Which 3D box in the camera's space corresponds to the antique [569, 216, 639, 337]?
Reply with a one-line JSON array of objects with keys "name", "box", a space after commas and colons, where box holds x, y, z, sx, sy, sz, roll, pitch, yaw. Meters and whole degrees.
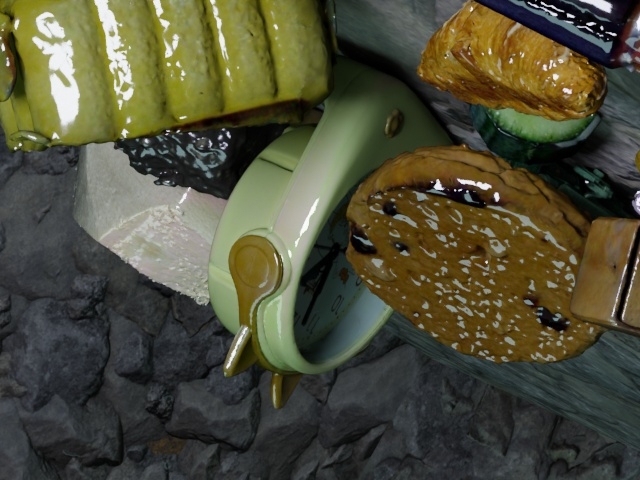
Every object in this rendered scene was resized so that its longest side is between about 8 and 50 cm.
[{"name": "antique", "box": [0.379, 0.066, 1.499, 0.310, 0.093, 0.087, 17, 177, -18]}]

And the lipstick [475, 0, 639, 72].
[{"name": "lipstick", "box": [0.244, -0.118, 1.055, 0.418, 0.077, 0.077, 27, 173, 15]}]

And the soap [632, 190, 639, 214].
[{"name": "soap", "box": [0.302, -0.032, 1.093, 0.122, 0.065, 0.203, 30, -156, 30]}]

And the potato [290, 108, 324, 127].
[{"name": "potato", "box": [0.052, -0.065, 2.095, 0.261, 0.120, 0.100, 31, 167, -12]}]

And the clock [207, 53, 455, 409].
[{"name": "clock", "box": [0.000, 0.000, 1.776, 0.117, 0.348, 0.286, 26, 171, 28]}]

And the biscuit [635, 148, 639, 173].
[{"name": "biscuit", "box": [0.354, -0.021, 1.467, 0.174, 0.039, 0.183, 25, 172, 18]}]

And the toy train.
[{"name": "toy train", "box": [0.268, -0.019, 1.694, 0.200, 0.083, 0.132, 34, -177, -30]}]

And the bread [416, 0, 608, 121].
[{"name": "bread", "box": [0.144, -0.142, 1.289, 0.105, 0.076, 0.233, 34, 172, -25]}]

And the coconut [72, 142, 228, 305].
[{"name": "coconut", "box": [-0.174, -0.079, 2.228, 0.309, 0.297, 0.297, 31, 174, -30]}]

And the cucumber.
[{"name": "cucumber", "box": [0.178, -0.106, 1.491, 0.116, 0.062, 0.115, 31, 177, 3]}]

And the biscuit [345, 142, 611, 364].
[{"name": "biscuit", "box": [0.156, 0.014, 1.626, 0.296, 0.075, 0.296, 23, 150, 14]}]

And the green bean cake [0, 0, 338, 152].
[{"name": "green bean cake", "box": [-0.169, -0.192, 1.516, 0.310, 0.202, 0.285, -11, -171, -25]}]

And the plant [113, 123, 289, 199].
[{"name": "plant", "box": [-0.154, -0.159, 1.988, 0.234, 0.204, 0.178, 30, 150, 17]}]
